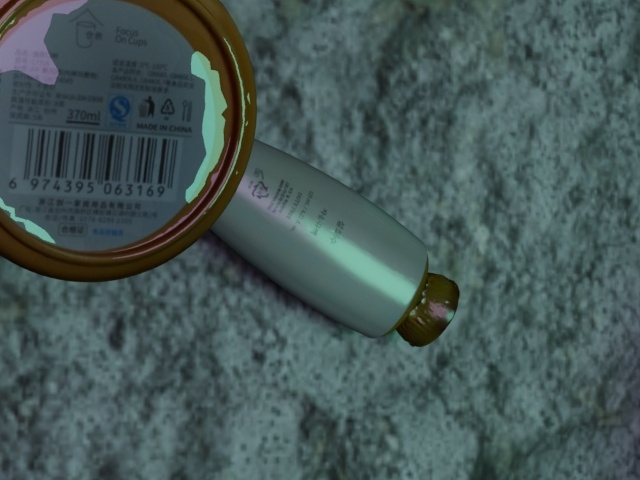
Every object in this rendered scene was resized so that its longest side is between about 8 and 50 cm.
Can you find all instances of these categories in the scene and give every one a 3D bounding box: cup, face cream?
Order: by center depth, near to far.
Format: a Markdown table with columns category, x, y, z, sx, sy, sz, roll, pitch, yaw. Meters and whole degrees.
| category | x | y | z | sx | sy | sz | roll | pitch | yaw |
| --- | --- | --- | --- | --- | --- | --- | --- | --- | --- |
| cup | -0.156 | -0.055 | 0.672 | 0.226 | 0.264 | 0.182 | -48 | 118 | -11 |
| face cream | 0.000 | 0.000 | 0.865 | 0.182 | 0.051 | 0.072 | 32 | 71 | -23 |
